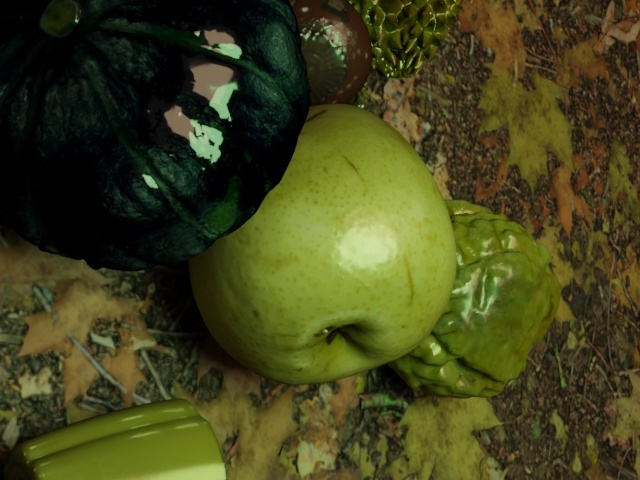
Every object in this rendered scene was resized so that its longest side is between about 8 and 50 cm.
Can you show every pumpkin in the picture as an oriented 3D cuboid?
[{"bbox_3d":[-0.191,-0.147,1.245,0.266,0.363,0.363,47,45,-68],"label":"pumpkin"}]

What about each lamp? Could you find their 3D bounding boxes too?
[{"bbox_3d":[-0.016,-0.229,1.571,0.135,0.156,0.157,-93,-174,-63],"label":"lamp"}]

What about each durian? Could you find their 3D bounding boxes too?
[{"bbox_3d":[0.115,-0.348,1.735,0.187,0.154,0.260,14,62,-14],"label":"durian"}]

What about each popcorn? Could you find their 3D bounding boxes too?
[{"bbox_3d":[0.168,0.074,1.631,0.249,0.225,0.249,-10,106,-39],"label":"popcorn"}]

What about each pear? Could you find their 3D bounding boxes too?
[{"bbox_3d":[0.000,0.000,1.428,0.309,0.309,0.309,10,74,-41],"label":"pear"}]

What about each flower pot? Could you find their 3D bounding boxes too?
[{"bbox_3d":[-0.206,0.257,1.267,0.179,0.195,0.195,-2,82,-30],"label":"flower pot"}]
